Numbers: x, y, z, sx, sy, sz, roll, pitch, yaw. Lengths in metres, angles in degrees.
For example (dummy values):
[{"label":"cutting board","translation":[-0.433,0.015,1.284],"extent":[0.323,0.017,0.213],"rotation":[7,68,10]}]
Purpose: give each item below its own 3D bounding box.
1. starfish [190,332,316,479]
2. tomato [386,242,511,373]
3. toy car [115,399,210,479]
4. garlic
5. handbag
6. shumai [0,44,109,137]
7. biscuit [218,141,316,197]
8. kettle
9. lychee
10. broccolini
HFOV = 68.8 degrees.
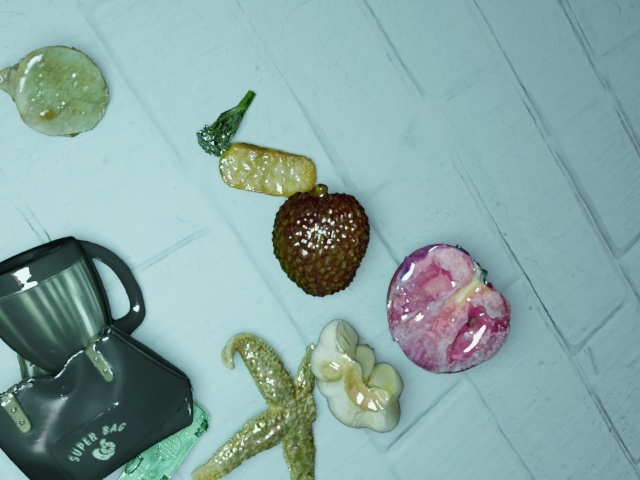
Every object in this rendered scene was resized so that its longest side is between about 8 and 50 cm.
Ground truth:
[{"label":"starfish","translation":[-0.121,0.437,1.080],"extent":[0.324,0.082,0.432],"rotation":[10,84,-31]},{"label":"tomato","translation":[0.303,0.167,1.216],"extent":[0.289,0.176,0.335],"rotation":[-43,96,4]},{"label":"toy car","translation":[-0.341,0.453,1.022],"extent":[0.090,0.076,0.224],"rotation":[47,55,-13]},{"label":"garlic","translation":[0.082,0.335,1.129],"extent":[0.281,0.203,0.185],"rotation":[42,109,3]},{"label":"handbag","translation":[-0.437,0.325,0.897],"extent":[0.342,0.152,0.288],"rotation":[-33,126,-13]},{"label":"shumai","translation":[-0.561,-0.320,0.983],"extent":[0.201,0.201,0.120],"rotation":[-42,59,-17]},{"label":"biscuit","translation":[-0.129,-0.172,1.161],"extent":[0.247,0.029,0.118],"rotation":[10,90,-18]},{"label":"kettle","translation":[-0.520,0.146,0.944],"extent":[0.207,0.251,0.271],"rotation":[-15,108,14]},{"label":"lychee","translation":[0.000,0.000,1.096],"extent":[0.236,0.236,0.271],"rotation":[0,106,-19]},{"label":"broccolini","translation":[-0.214,-0.280,1.131],"extent":[0.202,0.091,0.068],"rotation":[-50,146,-27]}]
